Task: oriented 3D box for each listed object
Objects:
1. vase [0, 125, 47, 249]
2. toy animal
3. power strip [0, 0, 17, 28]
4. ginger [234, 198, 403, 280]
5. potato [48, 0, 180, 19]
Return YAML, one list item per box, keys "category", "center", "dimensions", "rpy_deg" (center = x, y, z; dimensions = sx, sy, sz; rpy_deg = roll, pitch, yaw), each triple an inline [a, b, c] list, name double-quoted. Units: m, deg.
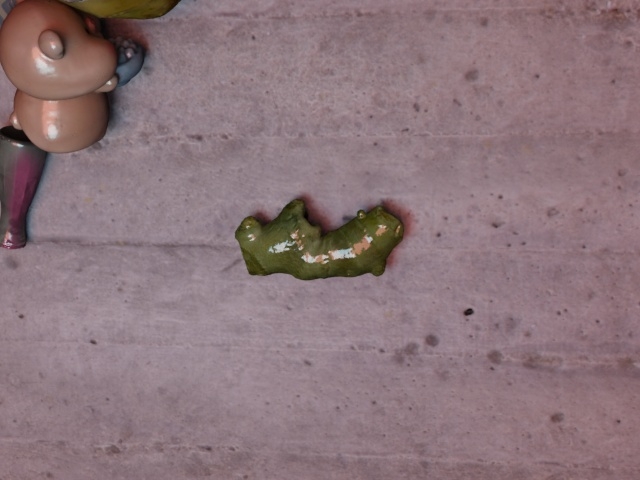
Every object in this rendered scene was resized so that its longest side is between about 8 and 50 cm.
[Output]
- category: "vase"
  center: [-0.536, -0.089, 1.771]
  dimensions: [0.086, 0.086, 0.214]
  rpy_deg: [17, 113, 4]
- category: "toy animal"
  center: [-0.427, -0.269, 1.630]
  dimensions: [0.221, 0.229, 0.210]
  rpy_deg: [-52, 49, 16]
- category: "power strip"
  center: [-0.540, -0.394, 1.695]
  dimensions: [0.270, 0.046, 0.118]
  rpy_deg: [-35, 98, 18]
- category: "ginger"
  center: [-0.005, 0.001, 1.703]
  dimensions: [0.289, 0.089, 0.137]
  rpy_deg: [5, 89, 12]
- category: "potato"
  center: [-0.321, -0.467, 1.571]
  dimensions: [0.299, 0.196, 0.246]
  rpy_deg: [40, 107, 28]
